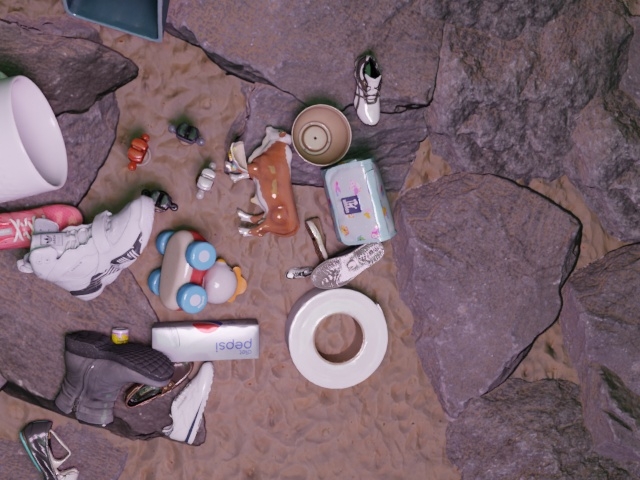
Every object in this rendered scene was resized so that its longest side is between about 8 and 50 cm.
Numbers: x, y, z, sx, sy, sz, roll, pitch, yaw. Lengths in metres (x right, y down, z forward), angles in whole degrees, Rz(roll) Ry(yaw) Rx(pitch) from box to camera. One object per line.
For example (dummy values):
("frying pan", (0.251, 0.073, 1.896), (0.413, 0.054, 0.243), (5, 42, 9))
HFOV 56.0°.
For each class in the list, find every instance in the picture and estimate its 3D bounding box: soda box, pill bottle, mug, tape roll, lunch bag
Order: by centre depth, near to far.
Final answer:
("mug", (-0.831, -0.258, 1.443), (0.328, 0.276, 0.374), (-14, 67, -2))
("lunch bag", (0.103, -0.107, 1.603), (0.160, 0.262, 0.223), (-15, 98, -9))
("pill bottle", (-0.543, 0.280, 1.627), (0.043, 0.043, 0.083), (3, 94, -10))
("soda box", (-0.311, 0.272, 1.644), (0.286, 0.091, 0.098), (0, 94, -10))
("tape roll", (0.044, 0.267, 1.704), (0.286, 0.100, 0.286), (-1, 94, -10))

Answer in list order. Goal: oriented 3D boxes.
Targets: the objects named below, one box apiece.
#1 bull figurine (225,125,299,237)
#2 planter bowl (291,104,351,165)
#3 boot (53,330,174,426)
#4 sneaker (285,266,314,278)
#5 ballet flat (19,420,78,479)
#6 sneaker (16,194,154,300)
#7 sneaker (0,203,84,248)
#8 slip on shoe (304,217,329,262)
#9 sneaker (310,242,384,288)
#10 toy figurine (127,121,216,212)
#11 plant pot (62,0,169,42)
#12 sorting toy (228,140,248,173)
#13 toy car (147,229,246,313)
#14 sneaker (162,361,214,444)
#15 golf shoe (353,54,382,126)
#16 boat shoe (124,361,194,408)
("bull figurine", (-0.150, -0.155, 1.637), (0.188, 0.101, 0.310), (-11, 90, -2))
("planter bowl", (-0.006, -0.283, 1.647), (0.162, 0.109, 0.162), (-1, 95, -11))
("boot", (-0.531, 0.380, 1.559), (0.338, 0.118, 0.223), (13, 98, 25))
("sneaker", (-0.059, 0.092, 1.704), (0.083, 0.037, 0.032), (-13, 98, -7))
("ballet flat", (-0.705, 0.610, 1.602), (0.096, 0.095, 0.281), (-20, 98, -20))
("sneaker", (-0.572, 0.001, 1.465), (0.210, 0.137, 0.366), (26, 123, -39))
("sneaker", (-0.761, -0.019, 1.517), (0.313, 0.136, 0.116), (-11, 97, -9))
("slip on shoe", (0.000, 0.000, 1.704), (0.041, 0.051, 0.135), (-26, 93, -21))
("sneaker", (0.078, 0.066, 1.693), (0.222, 0.118, 0.083), (-26, 93, 5))
("toy figurine", (-0.385, -0.191, 1.575), (0.209, 0.148, 0.213), (-26, 96, -13))
("plant pot", (-0.478, -0.687, 1.470), (0.247, 0.247, 0.252), (14, 75, -11))
("sorting toy", (-0.217, -0.218, 1.549), (0.044, 0.075, 0.083), (-9, 84, 0))
("toy car", (-0.299, 0.088, 1.607), (0.238, 0.219, 0.210), (11, 92, -40))
("sneaker", (-0.358, 0.440, 1.656), (0.094, 0.090, 0.235), (19, 89, -2))
("golf shoe", (0.133, -0.416, 1.671), (0.077, 0.094, 0.198), (-11, 98, -10))
("boat shoe", (-0.437, 0.391, 1.642), (0.207, 0.073, 0.073), (-34, 98, -7))
